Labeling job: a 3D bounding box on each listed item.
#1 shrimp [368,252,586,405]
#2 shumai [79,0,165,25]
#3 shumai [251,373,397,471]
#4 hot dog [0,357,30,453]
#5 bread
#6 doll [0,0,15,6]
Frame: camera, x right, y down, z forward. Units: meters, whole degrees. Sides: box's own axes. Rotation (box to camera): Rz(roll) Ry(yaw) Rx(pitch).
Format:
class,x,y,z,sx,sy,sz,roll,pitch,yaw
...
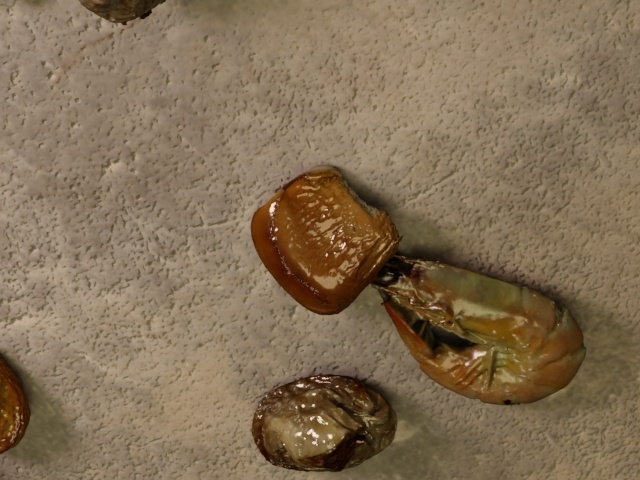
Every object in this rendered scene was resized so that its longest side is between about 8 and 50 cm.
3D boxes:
class,x,y,z,sx,sy,sz,roll,pitch,yaw
shrimp,0.136,0.083,1.710,0.267,0.061,0.145,25,123,-18
shumai,-0.175,-0.262,1.468,0.116,0.145,0.145,34,114,6
shumai,-0.003,0.203,1.756,0.139,0.105,0.123,5,126,23
hot dog,-0.355,0.156,1.717,0.099,0.065,0.147,-36,127,16
bread,0.000,0.000,1.642,0.126,0.044,0.129,-44,88,12
doll,-0.360,-0.277,1.460,0.217,0.085,0.183,2,121,-15
